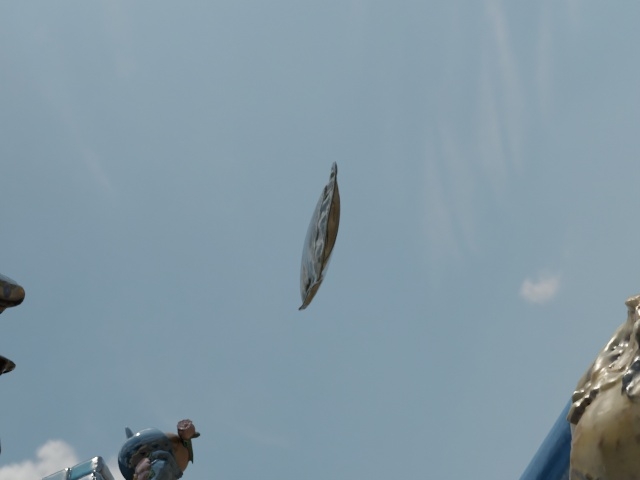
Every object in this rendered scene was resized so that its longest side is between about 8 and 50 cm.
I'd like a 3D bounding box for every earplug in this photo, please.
[{"bbox_3d":[0.355,0.293,1.587,0.132,0.132,0.273,-34,-30,-43],"label":"earplug"}]

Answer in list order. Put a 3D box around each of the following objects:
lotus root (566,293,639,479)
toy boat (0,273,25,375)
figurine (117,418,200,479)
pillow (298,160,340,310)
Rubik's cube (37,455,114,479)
[{"bbox_3d":[0.211,0.157,0.556,0.146,0.284,0.160,-31,3,36],"label":"lotus root"},{"bbox_3d":[-0.223,0.014,0.592,0.141,0.269,0.140,-20,-29,-12],"label":"toy boat"},{"bbox_3d":[-0.253,0.367,1.930,0.145,0.178,0.114,-26,-64,-9],"label":"figurine"},{"bbox_3d":[-0.001,0.000,1.292,0.217,0.033,0.130,110,169,-75],"label":"pillow"},{"bbox_3d":[-0.430,0.580,1.934,0.287,0.292,0.293,-23,-65,2],"label":"Rubik's cube"}]
